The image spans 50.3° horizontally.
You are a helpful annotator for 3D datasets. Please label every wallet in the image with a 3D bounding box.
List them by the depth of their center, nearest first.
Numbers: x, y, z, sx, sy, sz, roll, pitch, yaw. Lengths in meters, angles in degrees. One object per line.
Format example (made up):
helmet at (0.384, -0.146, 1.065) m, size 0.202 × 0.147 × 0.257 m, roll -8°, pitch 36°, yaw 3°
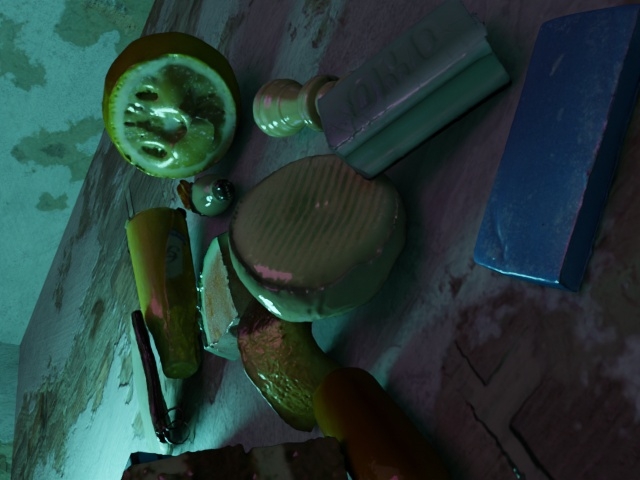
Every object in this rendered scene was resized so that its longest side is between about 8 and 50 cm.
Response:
wallet at (-0.369, 0.339, 1.515) m, size 0.275 × 0.068 × 0.336 m, roll 110°, pitch 143°, yaw -50°

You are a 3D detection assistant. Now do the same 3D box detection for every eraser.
eraser at (0.269, -0.106, 0.769) m, size 0.144 × 0.042 × 0.312 m, roll 18°, pitch 91°, yaw 60°

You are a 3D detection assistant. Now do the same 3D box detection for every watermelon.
watermelon at (-0.158, 0.106, 1.257) m, size 0.226 × 0.148 × 0.319 m, roll -108°, pitch 38°, yaw -57°

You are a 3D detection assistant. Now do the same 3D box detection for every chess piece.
chess piece at (0.012, -0.246, 1.223) m, size 0.397 × 0.117 × 0.117 m, roll 13°, pitch 86°, yaw 59°

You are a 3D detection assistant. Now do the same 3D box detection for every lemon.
lemon at (-0.367, -0.348, 1.695) m, size 0.364 × 0.364 × 0.365 m, roll -35°, pitch 47°, yaw 48°

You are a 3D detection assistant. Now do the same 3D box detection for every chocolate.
chocolate at (-0.358, 0.120, 1.646) m, size 0.162 × 0.162 × 0.446 m, roll -50°, pitch 46°, yaw 36°

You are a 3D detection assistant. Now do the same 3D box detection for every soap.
soap at (0.122, -0.211, 0.949) m, size 0.261 × 0.094 × 0.150 m, roll -35°, pitch 45°, yaw 20°

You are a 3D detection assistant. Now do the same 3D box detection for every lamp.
lamp at (-0.265, -0.107, 1.630) m, size 0.250 × 0.101 × 0.101 m, roll -7°, pitch 70°, yaw 63°

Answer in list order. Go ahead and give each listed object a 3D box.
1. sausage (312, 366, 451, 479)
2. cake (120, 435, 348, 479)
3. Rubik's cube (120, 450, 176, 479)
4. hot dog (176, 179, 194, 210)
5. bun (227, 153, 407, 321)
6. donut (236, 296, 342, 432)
sausage at (0.072, 0.259, 0.864) m, size 0.105 × 0.105 × 0.274 m, roll -66°, pitch 30°, yaw 12°
cake at (-0.096, 0.413, 0.814) m, size 0.282 × 0.290 × 0.256 m, roll 104°, pitch 156°, yaw -43°
Rubik's cube at (-0.301, 0.521, 1.305) m, size 0.163 × 0.162 × 0.160 m, roll -66°, pitch 29°, yaw 14°
hot dog at (-0.358, -0.127, 1.866) m, size 0.056 × 0.041 × 0.133 m, roll -61°, pitch 39°, yaw 22°
bun at (0.000, 0.000, 1.030) m, size 0.287 × 0.146 × 0.288 m, roll -8°, pitch 50°, yaw 10°
donut at (-0.042, 0.135, 1.084) m, size 0.112 × 0.151 × 0.295 m, roll -31°, pitch 48°, yaw 37°
